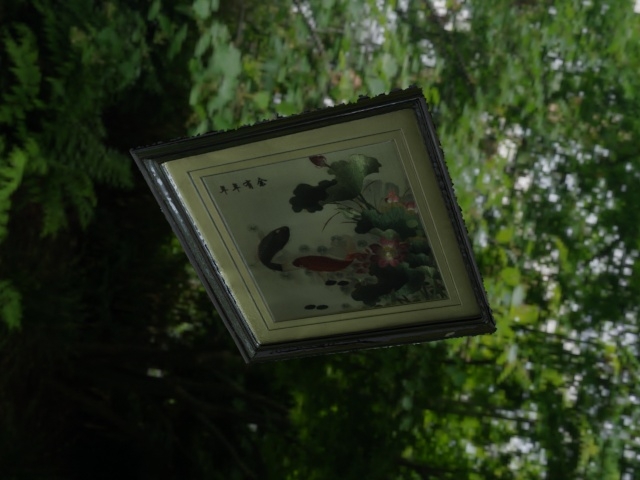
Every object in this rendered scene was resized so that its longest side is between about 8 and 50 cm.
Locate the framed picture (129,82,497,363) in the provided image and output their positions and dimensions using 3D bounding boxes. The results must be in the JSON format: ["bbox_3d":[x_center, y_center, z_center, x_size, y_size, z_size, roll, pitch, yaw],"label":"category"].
[{"bbox_3d":[0.000,0.000,0.615,0.010,0.195,0.199,-75,149,-50],"label":"framed picture"}]
